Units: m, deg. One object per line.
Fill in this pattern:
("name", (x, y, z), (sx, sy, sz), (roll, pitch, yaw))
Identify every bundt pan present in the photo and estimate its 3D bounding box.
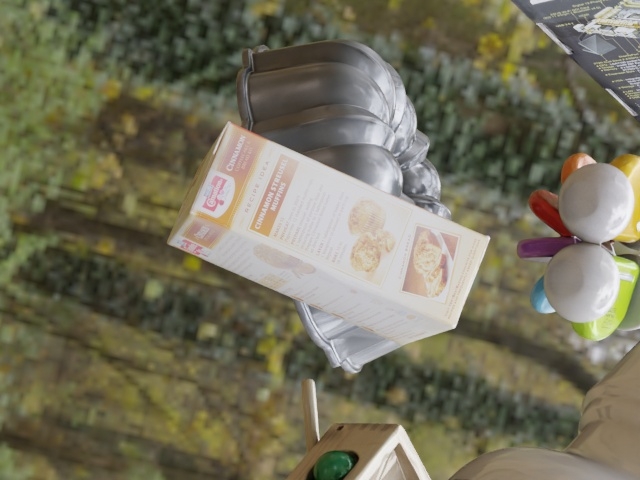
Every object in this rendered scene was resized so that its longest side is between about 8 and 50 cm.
("bundt pan", (0.040, -0.048, 1.574), (0.331, 0.124, 0.331), (-18, 90, -76))

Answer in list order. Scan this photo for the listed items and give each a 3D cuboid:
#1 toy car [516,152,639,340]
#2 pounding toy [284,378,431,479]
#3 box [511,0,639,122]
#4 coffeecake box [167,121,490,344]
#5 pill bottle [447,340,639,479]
("toy car", (0.256, 0.003, 1.605), (0.159, 0.136, 0.182), (9, 91, -54))
("pounding toy", (0.018, 0.198, 1.267), (0.100, 0.141, 0.130), (-6, -150, 44))
("box", (0.358, -0.180, 1.117), (0.318, 0.395, 0.097), (26, 62, -51))
("coffeecake box", (0.000, 0.000, 1.110), (0.142, 0.185, 0.068), (145, -32, -76))
("pill bottle", (0.082, 0.218, 0.683), (0.363, 0.210, 0.210), (-44, 177, -16))
